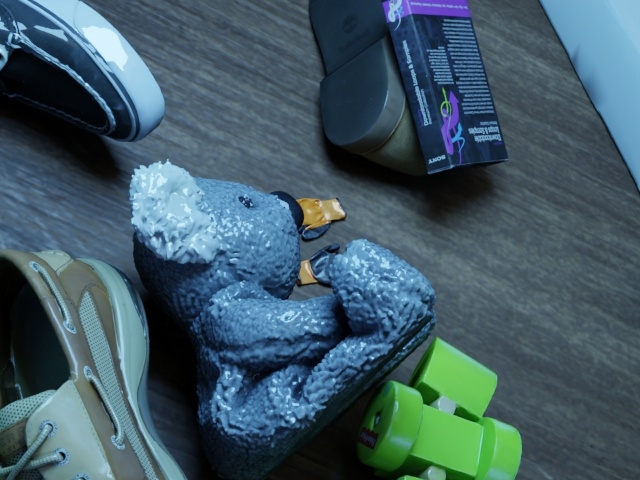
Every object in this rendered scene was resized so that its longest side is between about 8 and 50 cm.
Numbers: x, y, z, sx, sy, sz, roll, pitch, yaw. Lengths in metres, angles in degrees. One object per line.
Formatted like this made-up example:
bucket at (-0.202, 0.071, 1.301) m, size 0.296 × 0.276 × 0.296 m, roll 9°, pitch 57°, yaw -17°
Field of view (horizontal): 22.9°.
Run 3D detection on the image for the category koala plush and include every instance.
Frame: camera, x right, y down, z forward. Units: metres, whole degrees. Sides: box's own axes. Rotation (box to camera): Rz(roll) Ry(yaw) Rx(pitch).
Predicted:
koala plush at (-0.056, 0.041, 1.160) m, size 0.203 × 0.196 × 0.221 m, roll -42°, pitch 81°, yaw -5°

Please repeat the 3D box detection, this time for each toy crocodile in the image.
toy crocodile at (0.072, 0.221, 1.173) m, size 0.115 × 0.105 × 0.340 m, roll 21°, pitch 56°, yaw -16°

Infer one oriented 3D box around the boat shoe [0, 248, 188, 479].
boat shoe at (-0.173, 0.143, 1.050) m, size 0.120 × 0.122 × 0.324 m, roll 27°, pitch 35°, yaw -48°

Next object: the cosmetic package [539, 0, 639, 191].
cosmetic package at (0.434, -0.201, 1.647) m, size 0.377 × 0.097 × 0.284 m, roll -9°, pitch 62°, yaw -33°

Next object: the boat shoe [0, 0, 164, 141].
boat shoe at (-0.266, -0.160, 1.224) m, size 0.306 × 0.113 × 0.105 m, roll 38°, pitch 56°, yaw 1°

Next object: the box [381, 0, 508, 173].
box at (0.109, -0.140, 1.378) m, size 0.116 × 0.029 × 0.162 m, roll -9°, pitch 83°, yaw -58°

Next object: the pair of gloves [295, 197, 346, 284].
pair of gloves at (0.000, 0.000, 1.329) m, size 0.074 × 0.010 × 0.083 m, roll -9°, pitch 65°, yaw -33°

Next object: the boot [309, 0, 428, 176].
boot at (0.066, -0.193, 1.452) m, size 0.115 × 0.112 × 0.305 m, roll 27°, pitch 51°, yaw -37°
